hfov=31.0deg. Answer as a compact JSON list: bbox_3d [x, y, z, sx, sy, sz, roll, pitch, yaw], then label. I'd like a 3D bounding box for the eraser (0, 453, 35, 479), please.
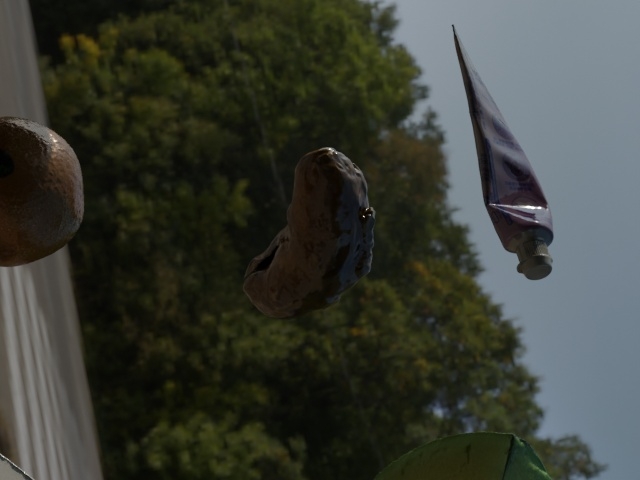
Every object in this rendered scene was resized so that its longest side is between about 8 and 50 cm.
[{"bbox_3d":[-0.505,0.292,1.557,0.298,0.076,0.078,38,-38,0],"label":"eraser"}]

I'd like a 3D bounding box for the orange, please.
[{"bbox_3d":[-0.402,-0.061,1.463,0.206,0.206,0.206,168,-90,-79],"label":"orange"}]

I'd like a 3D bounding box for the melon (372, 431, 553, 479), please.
[{"bbox_3d":[0.175,0.383,1.665,0.196,0.323,0.124,61,37,-17],"label":"melon"}]

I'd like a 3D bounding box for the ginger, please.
[{"bbox_3d":[0.000,0.000,1.809,0.165,0.172,0.321,-83,-164,-55],"label":"ginger"}]

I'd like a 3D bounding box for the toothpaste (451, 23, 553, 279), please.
[{"bbox_3d":[0.182,-0.091,1.191,0.048,0.075,0.301,-34,-129,29],"label":"toothpaste"}]
